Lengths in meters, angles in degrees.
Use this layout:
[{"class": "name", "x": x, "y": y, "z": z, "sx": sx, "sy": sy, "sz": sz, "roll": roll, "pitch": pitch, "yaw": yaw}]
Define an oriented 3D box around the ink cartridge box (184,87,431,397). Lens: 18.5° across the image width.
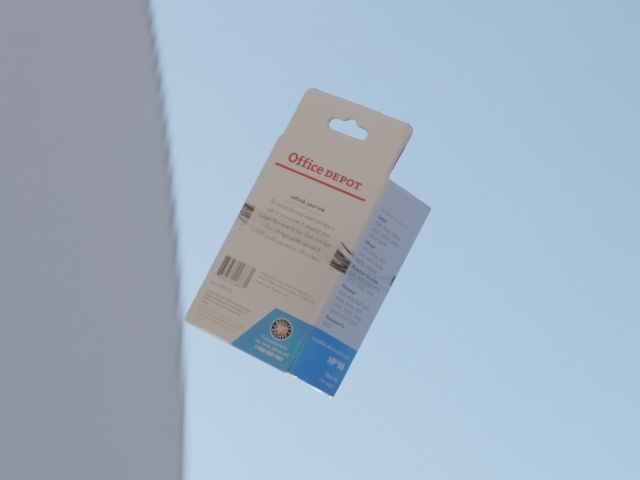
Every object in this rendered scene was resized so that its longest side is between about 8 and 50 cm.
[{"class": "ink cartridge box", "x": 0.000, "y": 0.000, "z": 1.306, "sx": 0.104, "sy": 0.060, "sz": 0.180, "roll": 25, "pitch": -95, "yaw": 40}]
